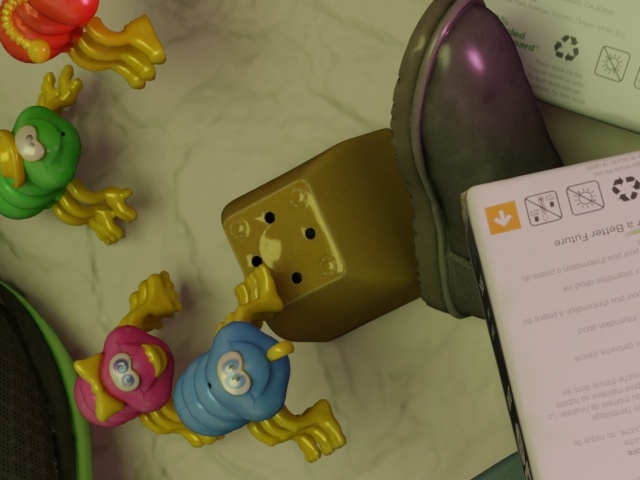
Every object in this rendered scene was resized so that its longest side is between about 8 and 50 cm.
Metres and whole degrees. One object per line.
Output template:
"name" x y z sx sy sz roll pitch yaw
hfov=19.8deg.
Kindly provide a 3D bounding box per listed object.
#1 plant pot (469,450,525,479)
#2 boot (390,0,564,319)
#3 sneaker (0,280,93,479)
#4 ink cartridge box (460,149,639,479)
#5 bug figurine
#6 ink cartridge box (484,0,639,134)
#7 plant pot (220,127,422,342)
"plant pot" 0.116 0.223 0.721 0.247 0.248 0.252 20 67 22
"boot" 0.139 -0.008 0.764 0.208 0.076 0.190 19 145 29
"sneaker" -0.290 0.013 0.922 0.185 0.202 0.483 -41 77 22
"ink cartridge box" 0.171 0.055 0.659 0.206 0.045 0.208 -12 63 3
"bug figurine" -0.095 -0.005 0.843 0.279 0.072 0.216 63 154 11
"ink cartridge box" 0.183 -0.147 0.778 0.223 0.045 0.224 22 105 23
"plant pot" 0.000 0.000 0.853 0.081 0.083 0.081 -27 81 24
